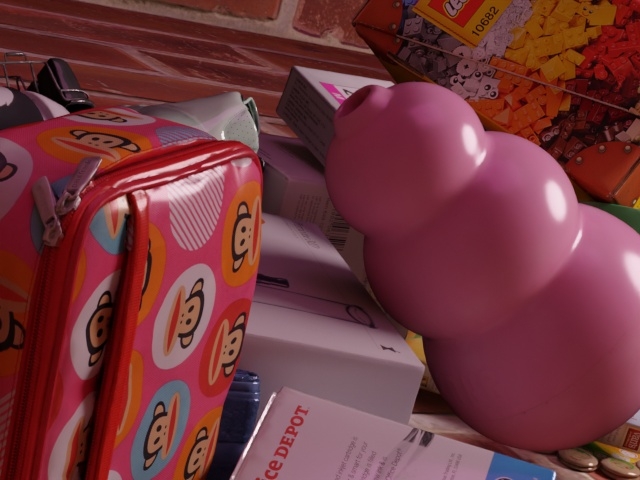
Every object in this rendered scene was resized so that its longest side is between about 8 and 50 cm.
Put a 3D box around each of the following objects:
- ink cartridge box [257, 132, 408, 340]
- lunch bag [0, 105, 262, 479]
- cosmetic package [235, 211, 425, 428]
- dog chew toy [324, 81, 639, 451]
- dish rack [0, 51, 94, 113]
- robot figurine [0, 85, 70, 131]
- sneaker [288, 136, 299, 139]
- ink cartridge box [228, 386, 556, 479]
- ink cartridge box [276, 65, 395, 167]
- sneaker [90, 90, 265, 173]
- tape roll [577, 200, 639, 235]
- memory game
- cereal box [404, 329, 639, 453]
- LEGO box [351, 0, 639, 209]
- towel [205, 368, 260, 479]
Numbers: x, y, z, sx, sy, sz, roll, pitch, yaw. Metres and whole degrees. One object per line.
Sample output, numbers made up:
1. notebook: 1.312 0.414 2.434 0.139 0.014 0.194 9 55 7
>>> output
1. ink cartridge box: 0.000 0.000 1.654 0.233 0.171 0.168 7 17 -35
2. lunch bag: -0.147 0.076 0.927 0.120 0.293 0.258 19 18 21
3. cosmetic package: -0.107 0.049 1.296 0.284 0.097 0.377 14 13 -17
4. dog chew toy: 0.130 0.011 1.297 0.332 0.206 0.206 47 2 -20
5. dish rack: -0.396 -0.116 1.708 0.271 0.208 0.074 -6 66 -38
6. robot figurine: -0.347 -0.067 1.550 0.278 0.173 0.209 1 32 -44
7. sneaker: 0.026 -0.113 2.215 0.210 0.137 0.366 13 16 -18
8. ink cartridge box: 0.038 0.186 1.037 0.191 0.082 0.139 16 38 10
9. ink cartridge box: 0.119 -0.066 1.584 0.239 0.060 0.275 4 30 -34
10. sneaker: -0.138 -0.093 1.589 0.151 0.094 0.256 -17 14 -16
11. tape roll: 0.351 0.054 1.738 0.321 0.077 0.321 19 -13 4
12. memory game: 0.252 0.181 1.531 0.186 0.012 0.186 14 13 -3
13. cereal box: 0.206 0.091 1.546 0.240 0.047 0.173 17 48 7
14. LEGO box: 0.303 -0.128 1.911 0.372 0.193 0.500 37 -2 29
15. towel: -0.080 0.143 1.106 0.067 0.119 0.029 9 6 -23
